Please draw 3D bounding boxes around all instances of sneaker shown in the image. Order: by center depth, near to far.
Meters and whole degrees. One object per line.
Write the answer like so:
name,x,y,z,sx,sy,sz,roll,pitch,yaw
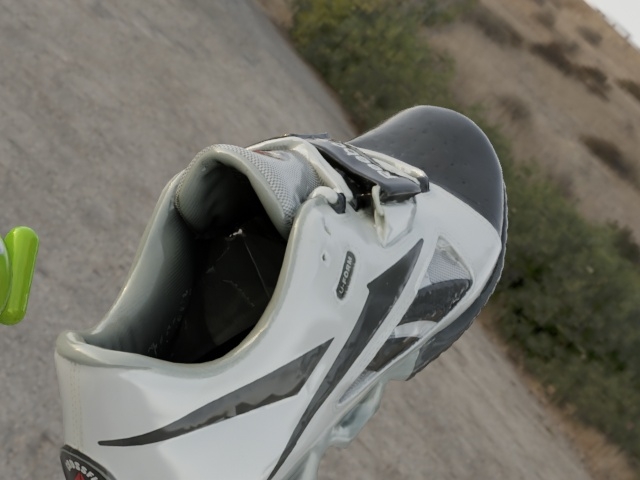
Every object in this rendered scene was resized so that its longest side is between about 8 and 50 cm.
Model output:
sneaker,0.000,0.000,0.522,0.122,0.330,0.146,13,-48,27

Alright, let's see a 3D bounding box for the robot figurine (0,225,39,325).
robot figurine,-0.168,0.007,0.450,0.101,0.067,0.115,25,2,-37
